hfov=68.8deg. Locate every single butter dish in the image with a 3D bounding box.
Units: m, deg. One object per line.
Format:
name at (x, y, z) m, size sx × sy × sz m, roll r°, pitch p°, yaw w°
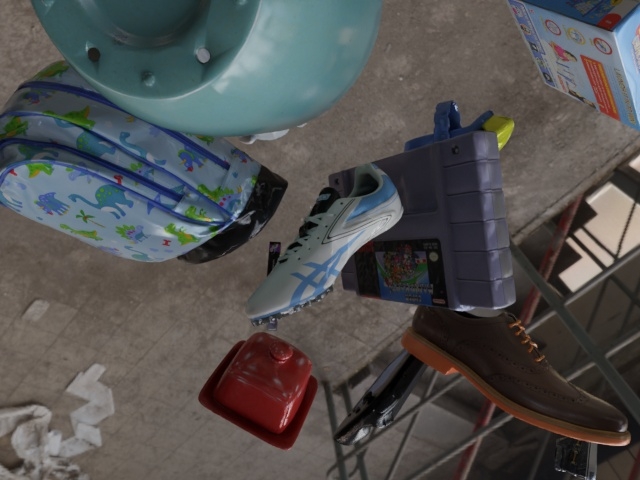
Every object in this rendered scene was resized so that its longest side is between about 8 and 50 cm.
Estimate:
butter dish at (-0.076, 0.200, 0.711) m, size 0.160 × 0.160 × 0.118 m, roll 27°, pitch 120°, yaw 6°

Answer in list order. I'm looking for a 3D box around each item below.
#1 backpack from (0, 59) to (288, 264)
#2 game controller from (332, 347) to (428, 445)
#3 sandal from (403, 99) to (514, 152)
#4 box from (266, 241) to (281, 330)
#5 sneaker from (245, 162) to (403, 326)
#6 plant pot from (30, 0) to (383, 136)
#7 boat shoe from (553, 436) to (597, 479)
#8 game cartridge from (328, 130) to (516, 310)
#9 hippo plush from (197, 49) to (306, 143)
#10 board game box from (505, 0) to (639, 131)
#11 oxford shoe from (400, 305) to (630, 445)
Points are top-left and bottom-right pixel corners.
backpack at (-0.284, -0.098, 0.699) m, size 0.290 × 0.273 × 0.355 m, roll -13°, pitch 129°, yaw 46°
game controller at (0.136, 0.268, 0.903) m, size 0.067 × 0.319 × 0.166 m, roll 52°, pitch 124°, yaw 7°
sandal at (0.210, -0.144, 0.907) m, size 0.317 × 0.138 × 0.126 m, roll -45°, pitch 161°, yaw 18°
box at (-0.102, 0.100, 1.019) m, size 0.029 × 0.162 × 0.116 m, roll 4°, pitch 148°, yaw -2°
sneaker at (0.000, 0.000, 0.507) m, size 0.086 × 0.237 × 0.085 m, roll 55°, pitch 148°, yaw -12°
plant pot at (-0.101, -0.226, 0.412) m, size 0.293 × 0.235 × 0.293 m, roll 4°, pitch 112°, yaw 11°
boat shoe at (0.593, 0.470, 1.085) m, size 0.083 × 0.183 × 0.065 m, roll 7°, pitch 113°, yaw 29°
game cartridge at (0.127, -0.017, 0.722) m, size 0.068 × 0.355 × 0.230 m, roll -4°, pitch 90°, yaw -29°
hippo plush at (-0.161, -0.319, 0.964) m, size 0.234 × 0.236 × 0.294 m, roll -12°, pitch 167°, yaw 0°
board game box at (0.564, -0.408, 0.989) m, size 0.086 × 0.302 × 0.308 m, roll -45°, pitch 133°, yaw 12°
oxford shoe at (0.308, 0.193, 0.753) m, size 0.130 × 0.364 × 0.132 m, roll 13°, pitch 100°, yaw -60°
